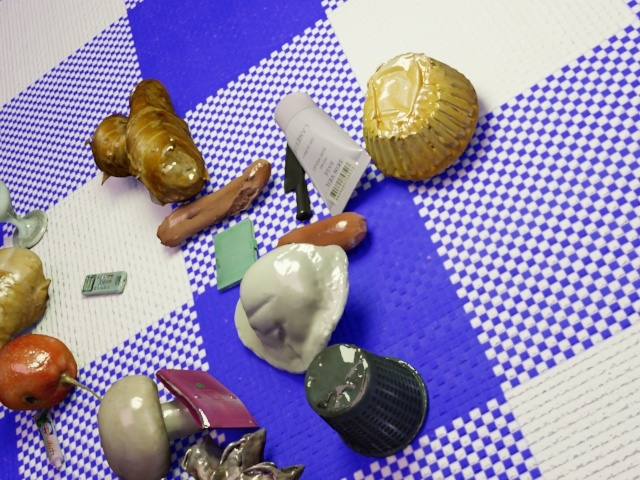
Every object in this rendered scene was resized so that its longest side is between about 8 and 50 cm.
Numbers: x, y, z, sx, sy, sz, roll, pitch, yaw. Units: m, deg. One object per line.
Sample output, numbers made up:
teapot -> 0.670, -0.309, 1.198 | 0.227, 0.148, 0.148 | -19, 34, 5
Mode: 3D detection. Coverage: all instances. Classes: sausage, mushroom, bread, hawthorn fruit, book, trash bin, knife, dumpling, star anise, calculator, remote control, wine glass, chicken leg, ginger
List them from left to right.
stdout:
chicken leg -> -0.753, 0.214, 1.925 | 0.295, 0.182, 0.409 | -30, 38, 33
wine glass -> -0.781, -0.081, 2.084 | 0.126, 0.241, 0.126 | -17, 54, 24
hawthorn fruit -> -0.541, 0.282, 1.789 | 0.285, 0.165, 0.165 | 5, 67, 25
remote control -> -0.481, 0.095, 1.929 | 0.124, 0.018, 0.053 | -6, 61, 31
ginger -> -0.386, -0.188, 1.928 | 0.254, 0.176, 0.418 | -46, 44, 7
mushroom -> -0.303, 0.337, 1.584 | 0.204, 0.204, 0.204 | -16, 56, 26
calculator -> -0.206, 0.283, 1.568 | 0.190, 0.126, 0.034 | 35, 107, 41
sausage -> -0.220, -0.075, 1.819 | 0.304, 0.078, 0.078 | -29, 52, 19
star anise -> -0.165, 0.461, 1.446 | 0.331, 0.117, 0.332 | -18, 51, 23
book -> -0.170, 0.028, 1.762 | 0.103, 0.017, 0.135 | -26, 52, 22
knife -> -0.054, -0.131, 1.775 | 0.060, 0.028, 0.230 | -31, 48, 30
dumpling -> -0.046, 0.127, 1.555 | 0.175, 0.243, 0.227 | -10, 71, -17
sausage -> 0.000, 0.000, 1.630 | 0.194, 0.077, 0.077 | -19, 55, 26
trash bin -> 0.063, 0.246, 1.389 | 0.175, 0.161, 0.176 | -15, 59, 25
bread -> 0.177, -0.226, 1.597 | 0.239, 0.139, 0.240 | -15, 60, 28

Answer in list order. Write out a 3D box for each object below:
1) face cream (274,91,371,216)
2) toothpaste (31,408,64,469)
face cream -> 0.003, -0.181, 1.717 | 0.274, 0.096, 0.154 | 55, 127, 37
toothpaste -> -0.561, 0.409, 1.797 | 0.045, 0.028, 0.170 | -40, 45, 0
